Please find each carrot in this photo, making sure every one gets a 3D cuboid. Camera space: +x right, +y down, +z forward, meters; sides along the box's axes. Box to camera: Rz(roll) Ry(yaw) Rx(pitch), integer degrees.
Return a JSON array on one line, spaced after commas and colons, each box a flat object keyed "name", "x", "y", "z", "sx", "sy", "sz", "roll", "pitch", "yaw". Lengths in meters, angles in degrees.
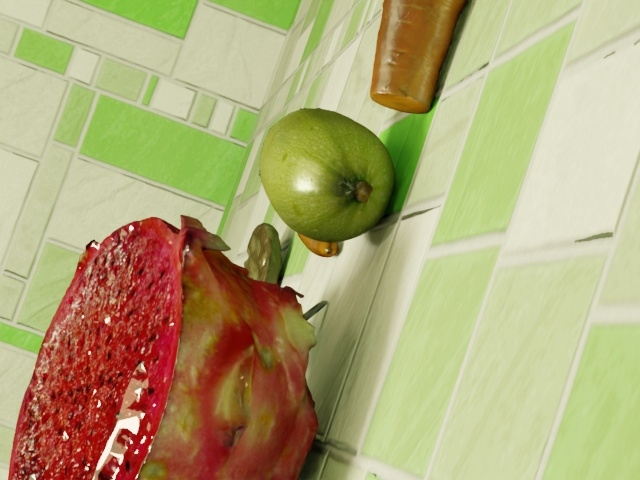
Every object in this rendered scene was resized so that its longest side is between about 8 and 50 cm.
[{"name": "carrot", "x": 0.000, "y": 0.000, "z": 1.781, "sx": 0.190, "sy": 0.037, "sz": 0.037, "roll": -129, "pitch": 59, "yaw": -76}, {"name": "carrot", "x": 0.097, "y": -0.223, "z": 1.484, "sx": 0.087, "sy": 0.087, "sz": 0.193, "roll": -163, "pitch": 94, "yaw": -82}]

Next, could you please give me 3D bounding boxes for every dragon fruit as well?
[{"name": "dragon fruit", "x": -0.136, "y": 0.170, "z": 1.444, "sx": 0.386, "sy": 0.249, "sz": 0.371, "roll": -56, "pitch": 31, "yaw": 24}]

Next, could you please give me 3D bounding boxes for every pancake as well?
[{"name": "pancake", "x": -0.101, "y": 0.091, "z": 2.189, "sx": 0.222, "sy": 0.042, "sz": 0.236, "roll": -167, "pitch": 94, "yaw": -77}]

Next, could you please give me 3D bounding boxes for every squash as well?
[{"name": "squash", "x": 0.006, "y": -0.066, "z": 1.538, "sx": 0.247, "sy": 0.132, "sz": 0.132, "roll": -128, "pitch": 59, "yaw": -81}]

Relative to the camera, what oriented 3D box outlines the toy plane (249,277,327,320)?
[{"name": "toy plane", "x": -0.081, "y": 0.089, "z": 1.698, "sx": 0.182, "sy": 0.107, "sz": 0.273, "roll": -39, "pitch": -9, "yaw": 15}]
